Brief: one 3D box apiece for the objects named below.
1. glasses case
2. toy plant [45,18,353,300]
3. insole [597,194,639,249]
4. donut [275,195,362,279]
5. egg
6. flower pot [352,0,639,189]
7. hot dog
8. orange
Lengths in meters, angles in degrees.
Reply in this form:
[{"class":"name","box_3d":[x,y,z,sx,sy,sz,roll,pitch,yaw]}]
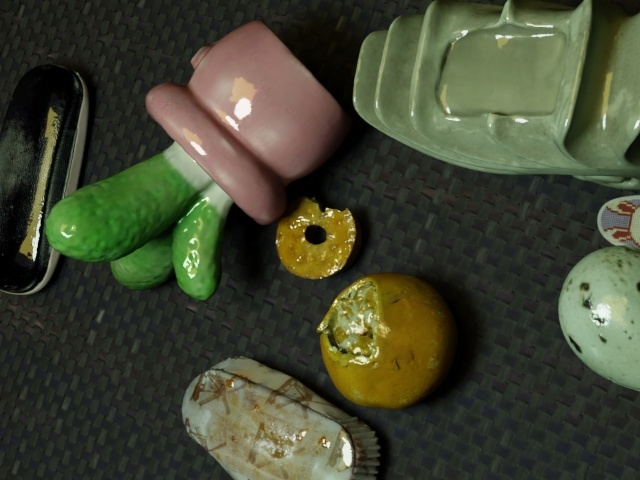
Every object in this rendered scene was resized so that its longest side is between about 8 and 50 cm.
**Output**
[{"class":"glasses case","box_3d":[-0.384,-0.083,2.010,0.122,0.075,0.314,6,84,36]},{"class":"toy plant","box_3d":[-0.133,-0.078,1.760,0.210,0.317,0.356,40,90,12]},{"class":"insole","box_3d":[0.373,-0.011,1.530,0.197,0.004,0.065,9,85,35]},{"class":"donut","box_3d":[0.000,0.000,1.755,0.108,0.043,0.097,26,94,34]},{"class":"egg","box_3d":[0.313,0.079,1.479,0.164,0.131,0.131,41,104,19]},{"class":"flower pot","box_3d":[0.211,-0.144,1.517,0.368,0.254,0.164,6,83,34]},{"class":"hot dog","box_3d":[-0.050,0.228,1.722,0.268,0.075,0.144,26,99,31]},{"class":"orange","box_3d":[0.071,0.109,1.630,0.155,0.134,0.154,-4,80,26]}]
